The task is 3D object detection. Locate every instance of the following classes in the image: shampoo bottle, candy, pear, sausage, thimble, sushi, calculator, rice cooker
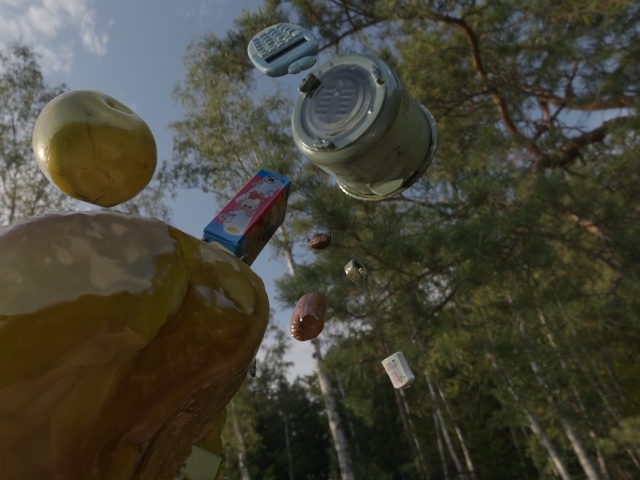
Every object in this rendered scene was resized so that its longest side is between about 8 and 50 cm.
[{"bbox_3d":[0.227,0.378,1.310,0.043,0.099,0.072,3,-38,-48],"label":"shampoo bottle"},{"bbox_3d":[-0.185,-0.039,1.175,0.100,0.305,0.157,23,-48,9],"label":"candy"},{"bbox_3d":[-0.671,-0.272,1.374,0.349,0.348,0.348,-12,-36,-9],"label":"pear"},{"bbox_3d":[-0.040,0.273,1.653,0.121,0.121,0.304,-24,6,7],"label":"sausage"},{"bbox_3d":[0.160,0.140,2.033,0.085,0.109,0.062,4,-44,-47],"label":"thimble"},{"bbox_3d":[0.000,0.000,1.384,0.099,0.047,0.050,-14,-28,32],"label":"sushi"},{"bbox_3d":[-0.107,-0.553,1.325,0.188,0.302,0.042,-31,-38,-5],"label":"calculator"},{"bbox_3d":[0.099,-0.236,0.991,0.264,0.316,0.317,-29,-36,23],"label":"rice cooker"}]

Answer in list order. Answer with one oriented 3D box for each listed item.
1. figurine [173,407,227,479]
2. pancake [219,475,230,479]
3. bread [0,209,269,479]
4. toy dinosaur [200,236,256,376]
[{"bbox_3d":[-0.302,0.505,1.060,0.218,0.326,0.169,-13,-35,9],"label":"figurine"},{"bbox_3d":[-0.442,0.740,1.362,0.388,0.082,0.386,-1,-34,-1],"label":"pancake"},{"bbox_3d":[-0.229,0.138,0.422,0.250,0.361,0.394,32,-29,4],"label":"bread"},{"bbox_3d":[-0.210,0.138,0.901,0.207,0.113,0.327,-12,-62,-28],"label":"toy dinosaur"}]
